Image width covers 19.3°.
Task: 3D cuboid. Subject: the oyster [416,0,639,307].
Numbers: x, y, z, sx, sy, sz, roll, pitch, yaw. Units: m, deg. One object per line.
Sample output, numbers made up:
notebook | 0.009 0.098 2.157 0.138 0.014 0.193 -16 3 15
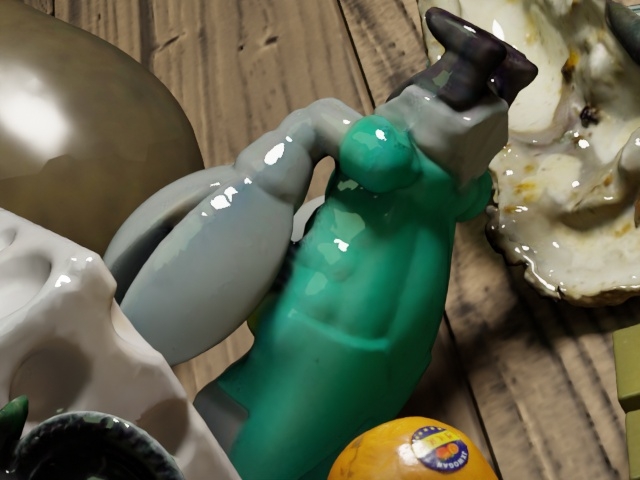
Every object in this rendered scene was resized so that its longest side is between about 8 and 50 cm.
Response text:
oyster | 0.120 -0.110 1.016 0.128 0.078 0.345 -40 52 27

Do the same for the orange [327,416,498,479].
orange | 0.042 0.121 0.854 0.083 0.083 0.083 -26 32 17

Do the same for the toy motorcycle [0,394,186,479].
toy motorcycle | -0.063 0.194 0.719 0.187 0.275 0.125 -39 -1 25

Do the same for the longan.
longan | -0.206 -0.011 1.148 0.300 0.300 0.243 -2 3 44

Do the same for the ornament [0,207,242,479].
ornament | -0.190 0.141 0.881 0.240 0.240 0.239 -41 29 -20

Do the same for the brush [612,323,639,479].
brush | 0.241 0.050 0.786 0.233 0.047 0.103 -19 35 18

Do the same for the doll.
doll | 0.008 0.010 0.960 0.258 0.195 0.153 -45 52 -13

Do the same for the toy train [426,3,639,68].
toy train | 0.153 -0.098 1.077 0.252 0.055 0.048 -3 53 45
